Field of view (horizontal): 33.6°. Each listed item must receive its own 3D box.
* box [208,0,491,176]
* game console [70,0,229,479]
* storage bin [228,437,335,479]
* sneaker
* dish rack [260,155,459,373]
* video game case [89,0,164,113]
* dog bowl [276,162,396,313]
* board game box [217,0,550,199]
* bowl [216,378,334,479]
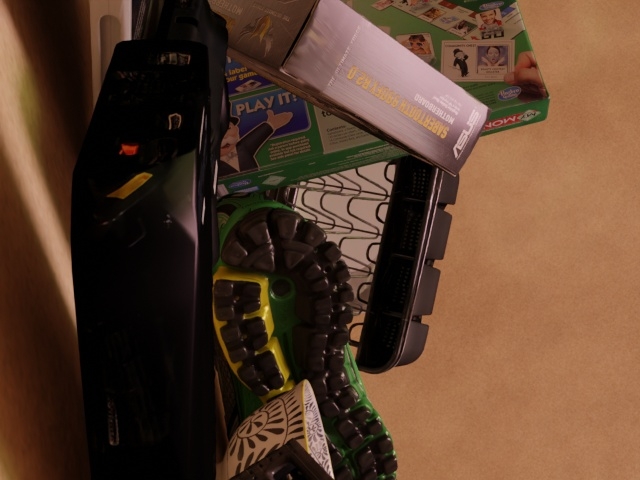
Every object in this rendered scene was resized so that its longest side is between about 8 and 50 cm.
[{"bbox_3d":[-0.019,-0.136,0.741,0.183,0.056,0.231,23,7,-45],"label":"box"},{"bbox_3d":[-0.068,-0.011,0.506,0.361,0.044,0.213,-94,-174,-60],"label":"game console"},{"bbox_3d":[0.005,0.212,0.566,0.180,0.084,0.122,64,-14,-17],"label":"storage bin"},{"bbox_3d":[-0.024,0.116,0.880,0.146,0.134,0.343,-129,-150,-63],"label":"sneaker"},{"bbox_3d":[0.000,0.000,1.003,0.074,0.272,0.208,14,88,-51],"label":"dish rack"},{"bbox_3d":[-0.101,-0.140,0.568,0.173,0.022,0.190,101,-8,-46],"label":"video game case"},{"bbox_3d":[-0.004,-0.083,1.270,0.349,0.102,0.348,14,73,-55],"label":"dog bowl"},{"bbox_3d":[0.013,-0.166,0.914,0.046,0.317,0.213,68,9,-68],"label":"board game box"},{"bbox_3d":[-0.032,0.188,0.743,0.170,0.080,0.170,-11,90,-86],"label":"bowl"}]
